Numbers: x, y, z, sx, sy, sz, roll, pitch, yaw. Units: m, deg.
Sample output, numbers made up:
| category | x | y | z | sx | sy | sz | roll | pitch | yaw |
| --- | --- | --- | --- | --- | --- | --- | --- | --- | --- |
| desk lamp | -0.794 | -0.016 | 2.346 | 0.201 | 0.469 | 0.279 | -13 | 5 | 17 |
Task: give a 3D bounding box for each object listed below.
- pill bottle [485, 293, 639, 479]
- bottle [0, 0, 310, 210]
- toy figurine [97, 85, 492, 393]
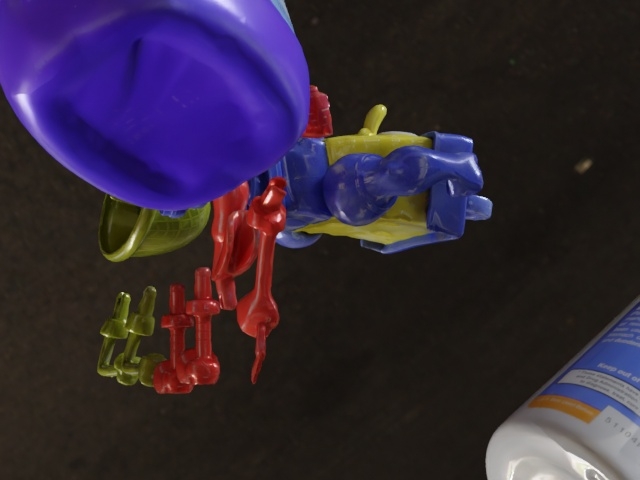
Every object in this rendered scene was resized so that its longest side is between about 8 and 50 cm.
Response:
| category | x | y | z | sx | sy | sz | roll | pitch | yaw |
| --- | --- | --- | --- | --- | --- | --- | --- | --- | --- |
| pill bottle | 0.257 | 0.116 | 0.985 | 0.272 | 0.152 | 0.152 | -36 | 147 | -31 |
| bottle | -0.082 | -0.147 | 0.547 | 0.092 | 0.283 | 0.118 | -29 | 140 | 17 |
| toy figurine | 0.000 | 0.000 | 0.880 | 0.217 | 0.191 | 0.362 | 1 | 172 | -22 |
